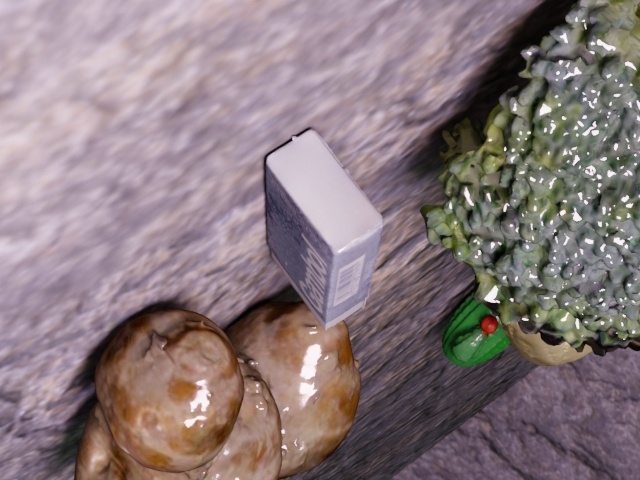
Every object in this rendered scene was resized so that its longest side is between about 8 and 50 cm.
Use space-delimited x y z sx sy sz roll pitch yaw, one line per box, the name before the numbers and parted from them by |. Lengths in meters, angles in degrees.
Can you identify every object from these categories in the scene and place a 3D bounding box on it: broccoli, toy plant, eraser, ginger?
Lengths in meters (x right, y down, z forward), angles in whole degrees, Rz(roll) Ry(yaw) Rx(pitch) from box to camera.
broccoli | 0.236 -0.078 1.091 0.293 0.347 0.281 -2 -147 20
toy plant | 0.259 0.079 1.797 0.240 0.088 0.154 -48 175 4
eraser | 0.000 0.000 1.022 0.046 0.092 0.212 -33 164 -13
ginger | -0.075 0.155 1.178 0.375 0.176 0.256 -10 134 -57

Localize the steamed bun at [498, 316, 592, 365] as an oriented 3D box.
steamed bun | 0.316 0.011 1.584 0.273 0.166 0.232 -41 152 -1
